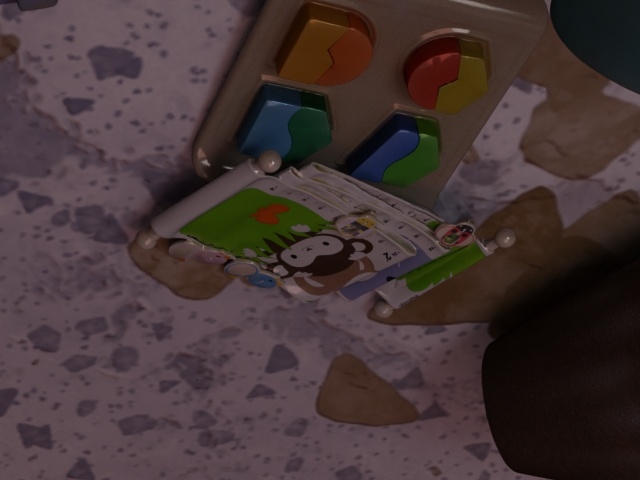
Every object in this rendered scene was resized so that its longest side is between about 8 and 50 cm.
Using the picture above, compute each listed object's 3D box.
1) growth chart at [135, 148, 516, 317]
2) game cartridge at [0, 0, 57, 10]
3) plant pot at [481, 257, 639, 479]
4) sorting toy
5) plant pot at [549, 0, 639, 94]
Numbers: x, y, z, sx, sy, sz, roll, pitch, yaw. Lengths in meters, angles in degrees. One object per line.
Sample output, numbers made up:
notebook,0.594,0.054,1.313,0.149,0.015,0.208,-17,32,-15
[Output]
growth chart,0.000,0.000,1.332,0.237,0.021,0.172,18,143,-30
game cartridge,-0.346,-0.210,1.046,0.355,0.068,0.230,-9,132,-3
plant pot,0.251,0.109,1.408,0.230,0.215,0.215,-15,137,22
sorting toy,0.033,-0.100,1.249,0.193,0.038,0.208,11,131,-21
plant pot,0.287,-0.223,1.022,0.293,0.293,0.235,-2,119,-10
